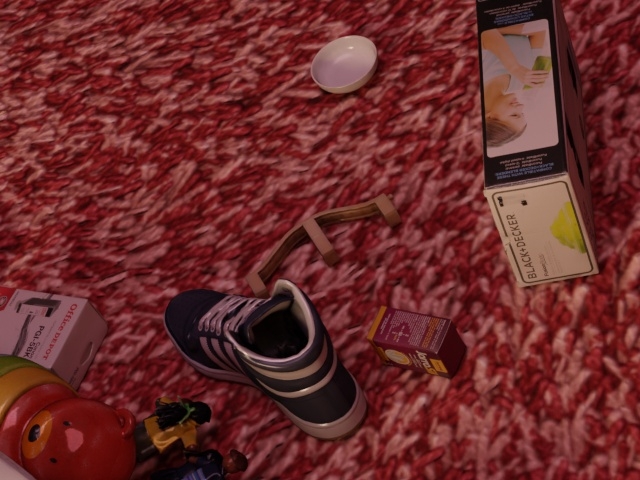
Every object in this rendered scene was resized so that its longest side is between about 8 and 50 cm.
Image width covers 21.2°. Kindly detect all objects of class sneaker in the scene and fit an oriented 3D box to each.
[{"bbox_3d":[-0.078,0.089,1.761,0.282,0.153,0.099,29,68,38],"label":"sneaker"}]

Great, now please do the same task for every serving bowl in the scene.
[{"bbox_3d":[0.032,-0.205,2.034,0.083,0.027,0.083,-13,49,15],"label":"serving bowl"}]

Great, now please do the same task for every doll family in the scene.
[{"bbox_3d":[-0.141,0.219,1.745,0.111,0.076,0.193,-29,52,-6],"label":"doll family"}]

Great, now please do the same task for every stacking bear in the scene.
[{"bbox_3d":[-0.308,0.197,1.749,0.289,0.164,0.175,10,69,41],"label":"stacking bear"}]

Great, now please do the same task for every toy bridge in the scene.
[{"bbox_3d":[0.000,0.000,1.884,0.188,0.026,0.063,-32,46,-2],"label":"toy bridge"}]

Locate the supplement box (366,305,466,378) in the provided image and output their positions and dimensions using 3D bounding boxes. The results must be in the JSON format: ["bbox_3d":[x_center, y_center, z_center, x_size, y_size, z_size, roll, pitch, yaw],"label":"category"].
[{"bbox_3d":[0.098,0.104,1.736,0.083,0.055,0.043,9,59,31],"label":"supplement box"}]

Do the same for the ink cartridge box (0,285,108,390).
[{"bbox_3d":[-0.322,0.111,1.922,0.135,0.056,0.099,6,55,29],"label":"ink cartridge box"}]

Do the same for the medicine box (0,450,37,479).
[{"bbox_3d":[-0.330,0.368,1.575,0.149,0.263,0.289,28,68,39],"label":"medicine box"}]

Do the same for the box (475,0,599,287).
[{"bbox_3d":[0.224,-0.116,1.782,0.087,0.169,0.290,-10,49,15],"label":"box"}]
